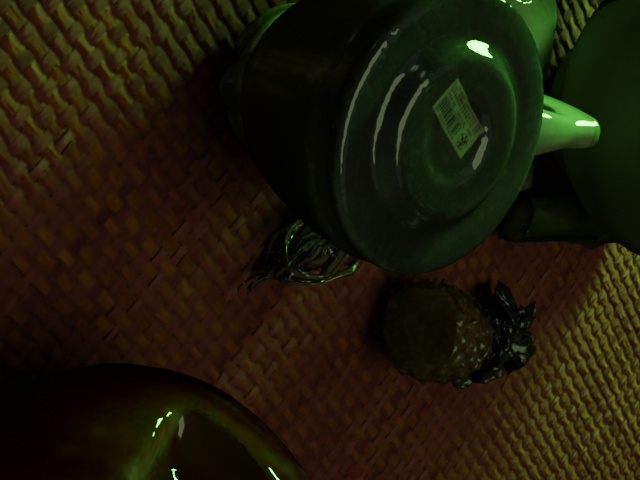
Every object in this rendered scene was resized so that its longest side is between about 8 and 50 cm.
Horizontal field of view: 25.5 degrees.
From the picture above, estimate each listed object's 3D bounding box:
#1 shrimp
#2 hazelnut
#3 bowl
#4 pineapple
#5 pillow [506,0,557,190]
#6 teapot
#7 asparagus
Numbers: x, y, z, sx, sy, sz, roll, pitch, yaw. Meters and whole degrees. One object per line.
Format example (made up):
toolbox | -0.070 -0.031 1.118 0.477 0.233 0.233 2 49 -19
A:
shrimp | -0.001 0.000 1.341 0.190 0.075 0.073 -28 157 -24
hazelnut | -0.152 0.313 1.103 0.402 0.402 0.429 -30 131 -35
bowl | 0.377 -0.140 1.568 0.354 0.185 0.354 -7 100 -45
pineapple | 0.163 0.102 1.530 0.119 0.111 0.237 -44 153 20
pillow | 0.196 -0.157 1.499 0.148 0.050 0.230 -10 113 -51
teapot | 0.066 -0.135 1.228 0.321 0.239 0.239 -32 128 -28
asparagus | 0.303 -0.026 1.656 0.277 0.060 0.067 2 125 -47
